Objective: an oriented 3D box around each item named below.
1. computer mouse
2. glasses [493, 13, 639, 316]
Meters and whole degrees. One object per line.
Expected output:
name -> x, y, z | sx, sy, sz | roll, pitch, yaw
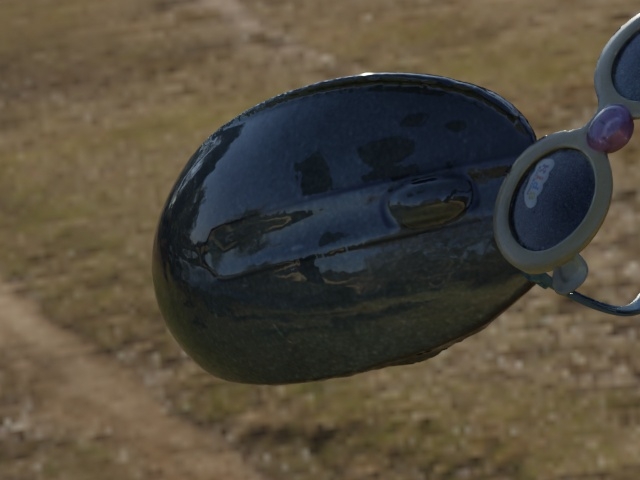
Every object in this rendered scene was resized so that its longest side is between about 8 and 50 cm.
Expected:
computer mouse -> -0.002, 0.002, 1.375 | 0.374, 0.203, 0.114 | -20, -15, 41
glasses -> 0.195, -0.043, 1.185 | 0.088, 0.190, 0.220 | 38, 3, 23
